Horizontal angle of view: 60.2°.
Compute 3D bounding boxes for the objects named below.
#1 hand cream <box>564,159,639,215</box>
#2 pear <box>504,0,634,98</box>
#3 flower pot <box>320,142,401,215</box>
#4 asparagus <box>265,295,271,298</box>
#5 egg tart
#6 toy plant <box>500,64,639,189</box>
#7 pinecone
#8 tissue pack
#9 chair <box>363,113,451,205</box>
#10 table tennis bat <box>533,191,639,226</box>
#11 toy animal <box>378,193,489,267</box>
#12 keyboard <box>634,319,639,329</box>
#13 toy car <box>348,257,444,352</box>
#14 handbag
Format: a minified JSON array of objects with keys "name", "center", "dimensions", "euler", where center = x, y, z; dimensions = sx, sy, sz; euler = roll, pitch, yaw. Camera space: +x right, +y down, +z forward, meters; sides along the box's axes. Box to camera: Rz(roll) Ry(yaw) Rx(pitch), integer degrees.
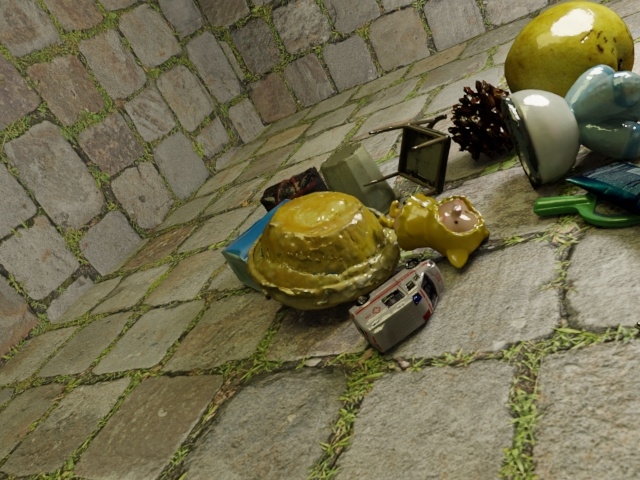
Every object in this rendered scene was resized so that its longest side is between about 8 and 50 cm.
[{"name":"hand cream","center":[0.579,-0.104,1.037],"dimensions":[0.120,0.061,0.270],"euler":[-21,23,3]},{"name":"pear","center":[0.661,-0.462,1.455],"dimensions":[0.304,0.304,0.304],"euler":[-25,23,12]},{"name":"flower pot","center":[0.100,-0.169,1.642],"dimensions":[0.212,0.202,0.212],"euler":[-29,19,11]},{"name":"asparagus","center":[-0.132,0.097,1.493],"dimensions":[0.018,0.127,0.015],"euler":[9,3,2]},{"name":"egg tart","center":[0.000,0.000,1.318],"dimensions":[0.388,0.169,0.388],"euler":[-8,35,6]},{"name":"toy plant","center":[0.599,-0.274,1.230],"dimensions":[0.332,0.247,0.247],"euler":[-19,24,16]},{"name":"pinecone","center":[0.455,-0.322,1.529],"dimensions":[0.221,0.221,0.221],"euler":[-25,23,12]},{"name":"tissue pack","center":[-0.130,0.010,1.608],"dimensions":[0.263,0.146,0.198],"euler":[-39,25,-21]},{"name":"chair","center":[0.276,-0.231,1.523],"dimensions":[0.272,0.188,0.166],"euler":[-24,40,-36]},{"name":"table tennis bat","center":[0.554,-0.077,1.098],"dimensions":[0.257,0.039,0.160],"euler":[-4,33,43]},{"name":"toy animal","center":[0.246,-0.029,1.221],"dimensions":[0.230,0.156,0.156],"euler":[21,51,32]},{"name":"keyboard","center":[0.519,0.094,0.802],"dimensions":[0.129,0.015,0.049],"euler":[-36,23,-14]},{"name":"toy car","center":[0.164,0.124,1.083],"dimensions":[0.210,0.089,0.108],"euler":[-35,23,-7]},{"name":"handbag","center":[-0.071,-0.129,1.796],"dimensions":[0.215,0.169,0.155],"euler":[-24,22,16]}]
